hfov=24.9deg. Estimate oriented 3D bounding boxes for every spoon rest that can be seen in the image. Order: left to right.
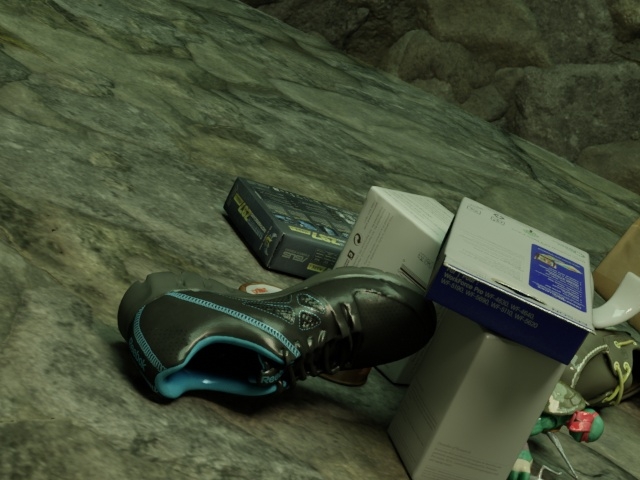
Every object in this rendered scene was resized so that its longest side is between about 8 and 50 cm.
[{"bbox_3d":[0.324,0.056,1.848,0.276,0.084,0.137,19,14,-44],"label":"spoon rest"}]

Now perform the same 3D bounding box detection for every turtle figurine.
[{"bbox_3d":[0.238,0.197,1.663,0.234,0.118,0.175,28,17,23],"label":"turtle figurine"}]

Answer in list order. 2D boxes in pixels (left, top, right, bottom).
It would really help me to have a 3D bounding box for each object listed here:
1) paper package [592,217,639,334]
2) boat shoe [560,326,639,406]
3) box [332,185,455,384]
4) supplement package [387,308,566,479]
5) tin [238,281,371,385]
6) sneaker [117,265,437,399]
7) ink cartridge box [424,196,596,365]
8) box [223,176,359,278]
[{"bbox_3d":[0.586,0.146,2.068,0.309,0.168,0.325,40,6,-28],"label":"paper package"},{"bbox_3d":[0.378,0.171,1.946,0.091,0.109,0.305,27,12,23],"label":"boat shoe"},{"bbox_3d":[0.115,0.057,1.788,0.119,0.181,0.182,9,23,-43],"label":"box"},{"bbox_3d":[0.163,0.165,1.529,0.105,0.179,0.105,19,18,-20],"label":"supplement package"},{"bbox_3d":[-0.020,0.106,1.706,0.189,0.040,0.106,31,13,21],"label":"tin"},{"bbox_3d":[-0.032,0.111,1.496,0.340,0.125,0.140,-2,32,-18],"label":"sneaker"},{"bbox_3d":[0.201,0.043,1.526,0.165,0.065,0.333,26,15,4],"label":"ink cartridge box"},{"bbox_3d":[0.000,0.000,2.016,0.232,0.059,0.183,15,19,-32],"label":"box"}]
